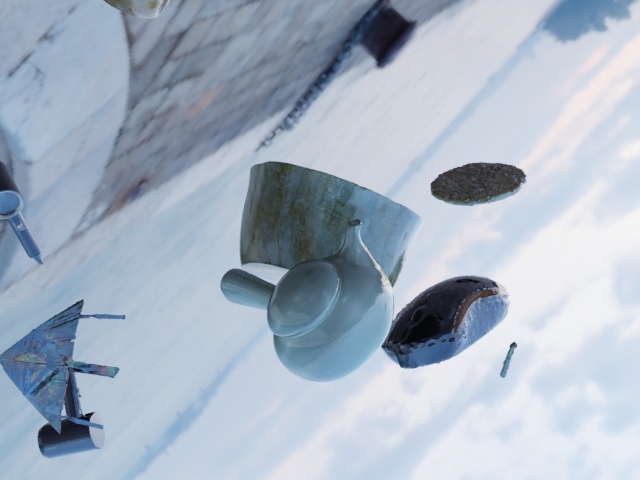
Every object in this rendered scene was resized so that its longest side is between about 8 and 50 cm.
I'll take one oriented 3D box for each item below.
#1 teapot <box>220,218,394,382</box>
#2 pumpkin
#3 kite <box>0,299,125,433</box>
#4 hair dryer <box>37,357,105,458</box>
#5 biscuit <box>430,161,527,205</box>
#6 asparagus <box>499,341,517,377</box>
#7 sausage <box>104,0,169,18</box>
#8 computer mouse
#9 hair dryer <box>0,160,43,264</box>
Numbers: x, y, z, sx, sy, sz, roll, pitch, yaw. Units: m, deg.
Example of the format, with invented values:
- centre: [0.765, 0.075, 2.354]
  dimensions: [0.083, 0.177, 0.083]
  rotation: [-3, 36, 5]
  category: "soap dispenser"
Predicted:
- centre: [-0.033, 0.116, 1.458]
  dimensions: [0.318, 0.149, 0.220]
  rotation: [-23, -142, 37]
  category: "teapot"
- centre: [0.000, 0.000, 1.711]
  dimensions: [0.332, 0.332, 0.199]
  rotation: [113, -3, -87]
  category: "pumpkin"
- centre: [-0.344, 0.164, 1.248]
  dimensions: [0.010, 0.160, 0.183]
  rotation: [-162, -97, -66]
  category: "kite"
- centre: [-0.503, 0.294, 1.843]
  dimensions: [0.114, 0.248, 0.070]
  rotation: [-13, 176, 3]
  category: "hair dryer"
- centre: [0.351, -0.128, 2.112]
  dimensions: [0.220, 0.033, 0.220]
  rotation: [-10, -155, 5]
  category: "biscuit"
- centre: [0.375, 0.239, 1.892]
  dimensions: [0.018, 0.015, 0.127]
  rotation: [-56, 162, -33]
  category: "asparagus"
- centre: [-0.336, -0.474, 1.661]
  dimensions: [0.120, 0.241, 0.136]
  rotation: [-17, 131, -34]
  category: "sausage"
- centre: [0.243, 0.144, 1.838]
  dimensions: [0.183, 0.116, 0.323]
  rotation: [-13, -171, 42]
  category: "computer mouse"
- centre: [-0.631, -0.045, 1.954]
  dimensions: [0.070, 0.128, 0.255]
  rotation: [-27, 139, -14]
  category: "hair dryer"
